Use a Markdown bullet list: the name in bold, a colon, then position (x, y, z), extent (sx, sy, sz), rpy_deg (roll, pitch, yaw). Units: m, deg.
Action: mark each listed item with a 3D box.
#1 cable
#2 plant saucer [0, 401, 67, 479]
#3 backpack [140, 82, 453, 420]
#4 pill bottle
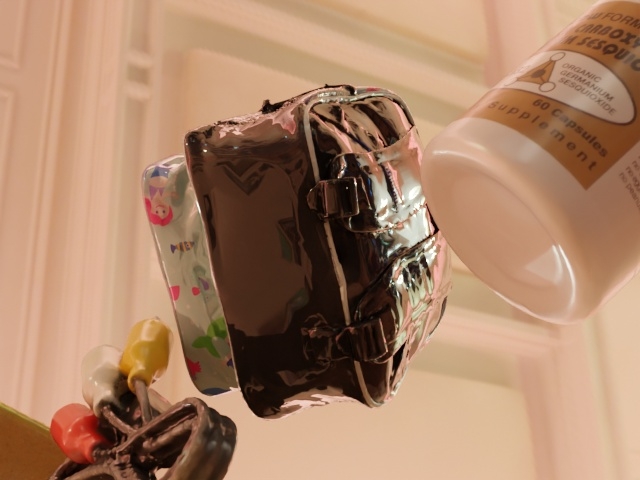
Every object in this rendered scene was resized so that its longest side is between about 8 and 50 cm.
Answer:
- **cable**: position (-0.128, 0.120, 0.614), extent (0.072, 0.287, 0.139), rpy_deg (43, -97, -10)
- **plant saucer**: position (-0.190, 0.310, 0.731), extent (0.332, 0.081, 0.333), rpy_deg (33, -149, -21)
- **backpack**: position (0.000, 0.000, 0.755), extent (0.253, 0.191, 0.225), rpy_deg (-30, -71, -59)
- **pill bottle**: position (0.179, -0.070, 0.583), extent (0.229, 0.131, 0.131), rpy_deg (-40, -88, -18)
